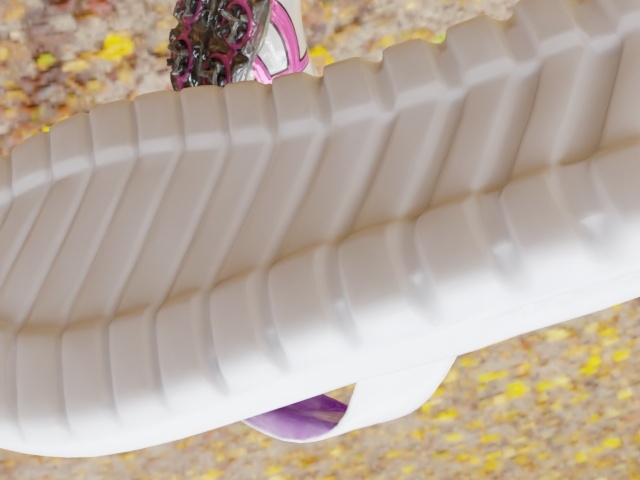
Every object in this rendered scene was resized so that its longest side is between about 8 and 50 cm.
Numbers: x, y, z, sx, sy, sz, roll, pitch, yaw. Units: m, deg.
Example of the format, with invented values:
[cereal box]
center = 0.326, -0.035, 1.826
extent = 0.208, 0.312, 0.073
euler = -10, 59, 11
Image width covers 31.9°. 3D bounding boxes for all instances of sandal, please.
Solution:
[sandal]
center = -0.002, 0.013, 0.449
extent = 0.416, 0.169, 0.102
euler = -12, 141, 27

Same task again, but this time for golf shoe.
[golf shoe]
center = -0.031, -0.074, 0.562
extent = 0.086, 0.067, 0.186
euler = -8, 119, -38
